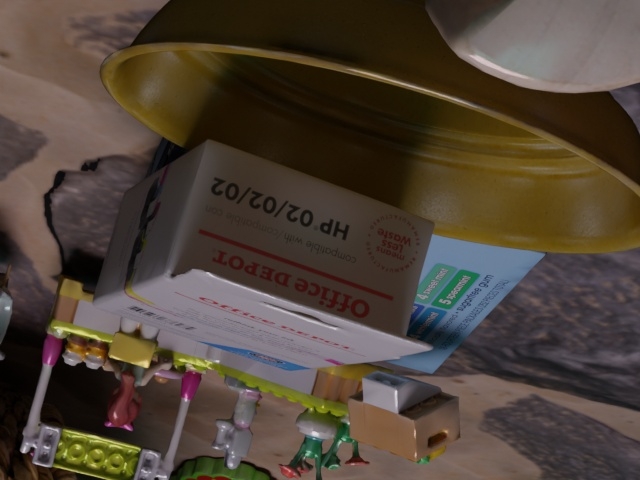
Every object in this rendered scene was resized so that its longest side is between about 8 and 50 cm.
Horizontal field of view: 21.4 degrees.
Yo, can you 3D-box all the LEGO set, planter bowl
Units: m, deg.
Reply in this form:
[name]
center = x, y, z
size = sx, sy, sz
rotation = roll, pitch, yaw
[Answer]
[LEGO set]
center = -0.067, 0.095, 0.917
size = 0.287, 0.107, 0.132
rotation = 15, 179, 11
[planter bowl]
center = 0.033, -0.071, 0.640
size = 0.217, 0.090, 0.217
rotation = 15, 169, 3

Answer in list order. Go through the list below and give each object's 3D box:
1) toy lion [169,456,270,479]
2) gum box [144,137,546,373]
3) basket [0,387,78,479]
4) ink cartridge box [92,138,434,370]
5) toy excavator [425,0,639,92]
[toy lion]
center = -0.077, 0.186, 1.219
size = 0.100, 0.034, 0.096
rotation = -2, 142, 20
[gum box]
center = 0.000, 0.000, 0.850
size = 0.184, 0.041, 0.157
rotation = 15, 151, -11
[basket]
center = -0.192, 0.211, 1.083
size = 0.223, 0.214, 0.299
rotation = 20, 166, -8
[ink cartridge box]
center = -0.023, 0.009, 0.715
size = 0.104, 0.062, 0.181
rotation = 19, 168, -17
[toy excavator]
center = -0.145, -0.149, 0.430
size = 0.445, 0.222, 0.433
rotation = -32, 106, 8
